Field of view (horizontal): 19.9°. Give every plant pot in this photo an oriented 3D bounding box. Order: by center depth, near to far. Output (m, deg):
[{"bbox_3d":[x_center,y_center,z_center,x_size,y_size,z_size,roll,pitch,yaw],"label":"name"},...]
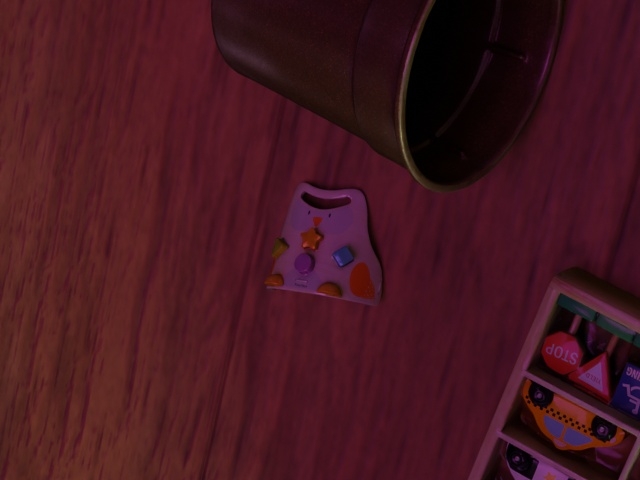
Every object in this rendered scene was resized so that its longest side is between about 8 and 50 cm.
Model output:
[{"bbox_3d":[0.034,-0.134,1.107,0.165,0.167,0.167,24,111,33],"label":"plant pot"}]

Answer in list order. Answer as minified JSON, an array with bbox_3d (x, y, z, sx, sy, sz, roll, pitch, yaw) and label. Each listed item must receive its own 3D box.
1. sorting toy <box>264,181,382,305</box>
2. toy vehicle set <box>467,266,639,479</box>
[{"bbox_3d":[0.000,0.000,1.220,0.083,0.045,0.075,7,85,28],"label":"sorting toy"},{"bbox_3d":[0.233,0.148,1.113,0.267,0.035,0.166,28,113,22],"label":"toy vehicle set"}]
